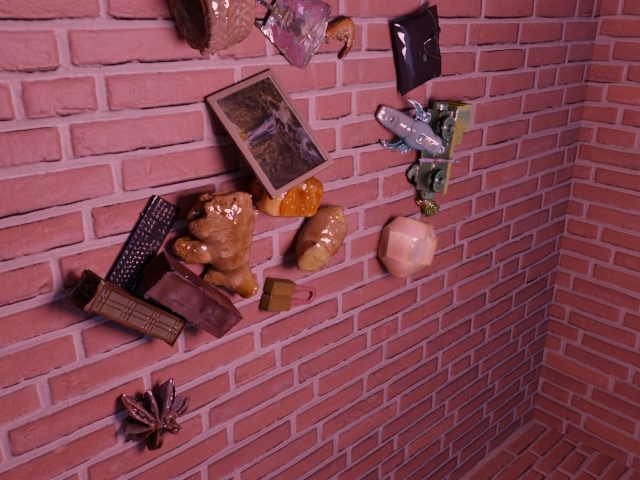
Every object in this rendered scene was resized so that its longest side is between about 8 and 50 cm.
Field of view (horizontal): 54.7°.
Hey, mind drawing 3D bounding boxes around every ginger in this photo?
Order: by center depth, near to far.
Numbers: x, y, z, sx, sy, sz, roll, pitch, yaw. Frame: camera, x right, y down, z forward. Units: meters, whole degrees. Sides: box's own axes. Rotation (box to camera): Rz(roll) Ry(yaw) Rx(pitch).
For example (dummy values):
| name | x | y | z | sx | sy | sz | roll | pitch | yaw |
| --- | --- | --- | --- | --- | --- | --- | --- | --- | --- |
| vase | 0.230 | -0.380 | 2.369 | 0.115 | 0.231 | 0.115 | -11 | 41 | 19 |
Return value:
| name | x | y | z | sx | sy | sz | roll | pitch | yaw |
| --- | --- | --- | --- | --- | --- | --- | --- | --- | --- |
| ginger | -0.272 | 0.035 | 1.713 | 0.236 | 0.166 | 0.376 | -29 | 125 | -41 |
| ginger | 0.000 | 0.000 | 1.990 | 0.138 | 0.152 | 0.267 | 37 | 59 | -20 |

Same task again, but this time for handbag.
| name | x | y | z | sx | sy | sz | roll | pitch | yaw |
| --- | --- | --- | --- | --- | --- | --- | --- | --- | --- |
| handbag | 0.334 | -0.649 | 2.105 | 0.211 | 0.088 | 0.254 | -32 | 127 | -26 |

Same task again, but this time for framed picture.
| name | x | y | z | sx | sy | sz | roll | pitch | yaw |
| --- | --- | --- | --- | --- | --- | --- | --- | --- | --- |
| framed picture | -0.133 | -0.295 | 1.685 | 0.240 | 0.020 | 0.324 | -32 | 90 | -32 |

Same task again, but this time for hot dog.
| name | x | y | z | sx | sy | sz | roll | pitch | yaw |
| --- | --- | --- | --- | --- | --- | --- | --- | --- | --- |
| hot dog | -0.111 | -0.145 | 1.803 | 0.256 | 0.153 | 0.150 | -4 | 122 | -61 |

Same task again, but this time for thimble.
| name | x | y | z | sx | sy | sz | roll | pitch | yaw |
| --- | --- | --- | --- | --- | --- | --- | --- | --- | --- |
| thimble | -0.263 | -0.570 | 1.459 | 0.148 | 0.196 | 0.229 | -34 | 157 | -28 |

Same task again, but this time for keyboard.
| name | x | y | z | sx | sy | sz | roll | pitch | yaw |
| --- | --- | --- | --- | --- | --- | --- | --- | --- | --- |
| keyboard | -0.473 | 0.033 | 1.609 | 0.101 | 0.018 | 0.310 | 36 | 80 | -47 |

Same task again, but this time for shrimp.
| name | x | y | z | sx | sy | sz | roll | pitch | yaw |
| --- | --- | --- | --- | --- | --- | --- | --- | --- | --- |
| shrimp | 0.042 | -0.600 | 1.872 | 0.178 | 0.034 | 0.124 | -40 | 137 | -31 |

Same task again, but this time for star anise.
| name | x | y | z | sx | sy | sz | roll | pitch | yaw |
| --- | --- | --- | --- | --- | --- | --- | --- | --- | --- |
| star anise | -0.468 | 0.492 | 1.753 | 0.236 | 0.093 | 0.229 | 31 | 89 | -43 |

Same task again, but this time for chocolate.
| name | x | y | z | sx | sy | sz | roll | pitch | yaw |
| --- | --- | --- | --- | --- | --- | --- | --- | --- | --- |
| chocolate | -0.349 | 0.145 | 1.679 | 0.112 | 0.112 | 0.321 | -41 | 137 | 5 |

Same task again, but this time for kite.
| name | x | y | z | sx | sy | sz | roll | pitch | yaw |
| --- | --- | --- | --- | --- | --- | --- | --- | --- | --- |
| kite | -0.118 | -0.628 | 1.690 | 0.360 | 0.022 | 0.204 | 23 | 94 | -43 |

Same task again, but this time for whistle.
| name | x | y | z | sx | sy | sz | roll | pitch | yaw |
| --- | --- | --- | --- | --- | --- | --- | --- | --- | --- |
| whistle | 0.312 | -0.374 | 2.122 | 0.274 | 0.093 | 0.186 | 30 | 109 | -12 |

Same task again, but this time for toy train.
| name | x | y | z | sx | sy | sz | roll | pitch | yaw |
| --- | --- | --- | --- | --- | --- | --- | --- | --- | --- |
| toy train | 0.447 | -0.337 | 2.310 | 0.237 | 0.150 | 0.369 | -15 | 118 | -48 |

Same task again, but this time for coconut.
| name | x | y | z | sx | sy | sz | roll | pitch | yaw |
| --- | --- | --- | --- | --- | --- | --- | --- | --- | --- |
| coconut | 0.328 | 0.032 | 2.293 | 0.236 | 0.197 | 0.237 | -20 | 118 | -45 |

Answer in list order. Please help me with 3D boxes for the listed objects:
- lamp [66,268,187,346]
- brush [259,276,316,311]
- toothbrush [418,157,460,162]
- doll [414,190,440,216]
| name | x | y | z | sx | sy | sz | roll | pitch | yaw |
| --- | --- | --- | --- | --- | --- | --- | --- | --- | --- |
| lamp | -0.482 | 0.178 | 1.580 | 0.090 | 0.089 | 0.325 | -59 | 143 | -8 |
| brush | -0.092 | 0.181 | 2.035 | 0.233 | 0.047 | 0.103 | 8 | 100 | -47 |
| toothbrush | 0.420 | -0.282 | 2.184 | 0.193 | 0.019 | 0.013 | -2 | 111 | -31 |
| doll | 0.420 | -0.145 | 2.401 | 0.078 | 0.076 | 0.113 | -41 | 131 | -15 |
